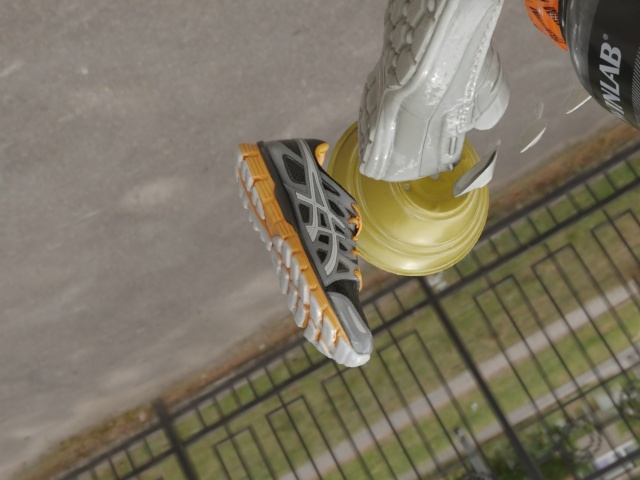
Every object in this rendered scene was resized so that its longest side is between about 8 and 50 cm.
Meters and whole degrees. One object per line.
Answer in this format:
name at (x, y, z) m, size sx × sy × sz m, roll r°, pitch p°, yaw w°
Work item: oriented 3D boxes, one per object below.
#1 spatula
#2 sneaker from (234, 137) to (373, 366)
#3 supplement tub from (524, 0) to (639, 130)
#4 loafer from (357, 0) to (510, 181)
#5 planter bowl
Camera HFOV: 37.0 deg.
spatula at (0.204, -0.116, 0.936) m, size 0.168 × 0.019 × 0.242 m, roll -43°, pitch -177°, yaw 20°
sneaker at (0.000, 0.000, 0.779) m, size 0.083 × 0.215 × 0.084 m, roll -18°, pitch 159°, yaw -17°
supplement tub at (0.299, -0.126, 0.578) m, size 0.207 × 0.338 × 0.207 m, roll -25°, pitch 138°, yaw -25°
loafer at (0.104, -0.140, 0.783) m, size 0.111 × 0.112 × 0.319 m, roll 1°, pitch 162°, yaw -6°
planter bowl at (0.123, -0.070, 1.152) m, size 0.217 × 0.217 × 0.090 m, roll -22°, pitch 177°, yaw -19°
